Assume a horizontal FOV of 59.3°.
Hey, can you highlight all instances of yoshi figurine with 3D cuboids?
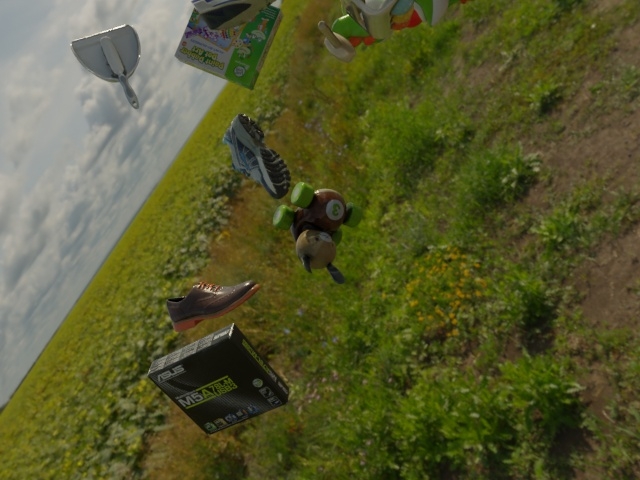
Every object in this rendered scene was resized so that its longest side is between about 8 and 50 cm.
[{"bbox_3d":[0.186,-0.596,1.347,0.361,0.204,0.203,-18,20,24],"label":"yoshi figurine"}]

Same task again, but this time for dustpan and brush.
[{"bbox_3d":[-0.450,-0.380,1.252,0.147,0.211,0.060,-25,0,-16],"label":"dustpan and brush"}]

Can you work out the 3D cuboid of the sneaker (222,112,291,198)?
[{"bbox_3d":[-0.191,-0.228,1.653,0.122,0.283,0.110,-39,-18,29],"label":"sneaker"}]

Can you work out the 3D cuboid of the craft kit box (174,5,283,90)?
[{"bbox_3d":[-0.271,-0.607,1.666,0.061,0.249,0.247,-9,-59,-84],"label":"craft kit box"}]

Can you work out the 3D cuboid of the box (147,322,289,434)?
[{"bbox_3d":[-0.184,0.259,1.030,0.190,0.184,0.045,-26,29,17],"label":"box"}]

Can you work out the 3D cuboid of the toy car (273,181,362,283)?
[{"bbox_3d":[0.000,0.000,1.163,0.149,0.154,0.189,-47,35,36],"label":"toy car"}]

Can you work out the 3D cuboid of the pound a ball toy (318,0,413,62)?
[{"bbox_3d":[0.101,-0.453,1.126,0.208,0.135,0.319,-49,1,13],"label":"pound a ball toy"}]

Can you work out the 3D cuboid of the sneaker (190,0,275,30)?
[{"bbox_3d":[-0.191,-0.682,1.430,0.315,0.182,0.127,-28,-6,-1],"label":"sneaker"}]

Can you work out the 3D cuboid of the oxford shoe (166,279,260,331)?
[{"bbox_3d":[-0.285,0.149,1.458,0.271,0.099,0.097,-23,5,14],"label":"oxford shoe"}]
